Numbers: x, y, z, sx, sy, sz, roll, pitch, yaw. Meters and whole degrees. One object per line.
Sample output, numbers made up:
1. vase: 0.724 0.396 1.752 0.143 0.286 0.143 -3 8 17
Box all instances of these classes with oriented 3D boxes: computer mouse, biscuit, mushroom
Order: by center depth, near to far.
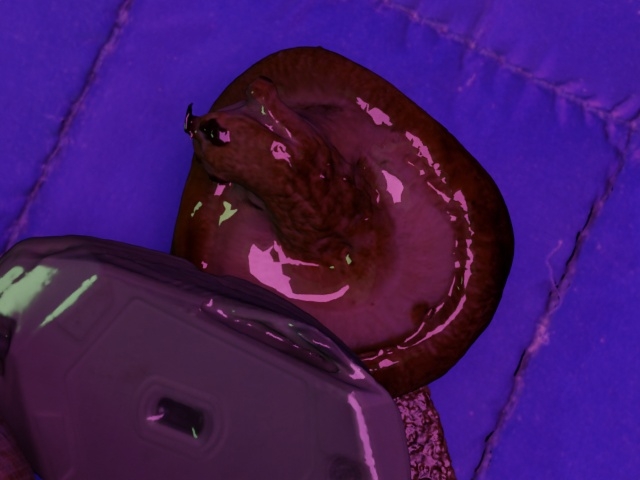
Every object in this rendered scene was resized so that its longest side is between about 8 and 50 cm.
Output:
1. computer mouse: -0.111 0.136 1.682 0.429 0.145 0.228 20 105 16
2. mushroom: 0.000 0.000 1.768 0.346 0.259 0.345 0 92 1
3. biscuit: 0.076 0.260 1.884 0.131 0.025 0.230 -16 89 -11

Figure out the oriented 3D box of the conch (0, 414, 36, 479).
1. conch: -0.322 0.238 1.587 0.210 0.297 0.352 12 82 21
